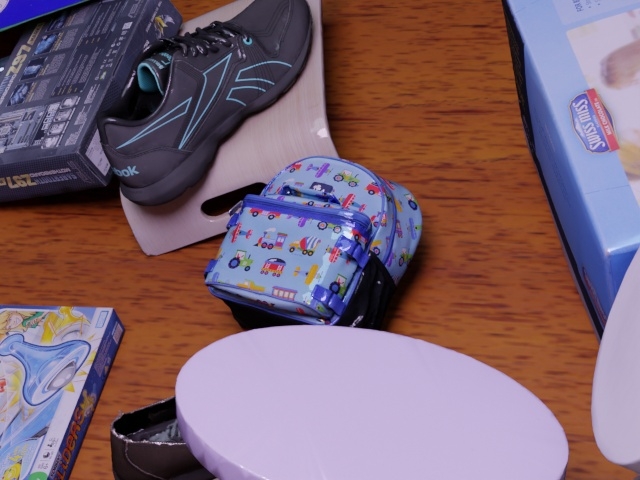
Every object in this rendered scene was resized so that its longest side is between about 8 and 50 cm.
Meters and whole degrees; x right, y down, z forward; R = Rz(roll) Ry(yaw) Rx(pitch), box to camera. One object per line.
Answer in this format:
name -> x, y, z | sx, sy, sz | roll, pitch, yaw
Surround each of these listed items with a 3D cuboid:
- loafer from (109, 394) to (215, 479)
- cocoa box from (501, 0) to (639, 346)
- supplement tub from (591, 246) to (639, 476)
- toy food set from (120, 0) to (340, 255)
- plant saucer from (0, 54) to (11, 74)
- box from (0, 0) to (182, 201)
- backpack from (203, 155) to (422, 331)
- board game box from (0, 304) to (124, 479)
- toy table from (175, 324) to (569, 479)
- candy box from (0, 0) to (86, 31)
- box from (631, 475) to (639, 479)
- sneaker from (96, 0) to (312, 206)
loafer -> -0.075, 0.146, 1.204 | 0.220, 0.078, 0.080 | -23, 45, -4
cocoa box -> 0.300, -0.065, 1.173 | 0.231, 0.228, 0.347 | -15, 45, 4
supplement tub -> 0.355, 0.102, 0.918 | 0.316, 0.228, 0.228 | 20, 50, -8
toy food set -> -0.079, -0.136, 1.478 | 0.219, 0.092, 0.306 | -19, 43, 17
plant saucer -> -0.343, -0.162, 1.621 | 0.119, 0.021, 0.119 | -10, 46, 10
box -> -0.261, -0.150, 1.500 | 0.183, 0.059, 0.233 | -6, 49, 33
backpack -> 0.000, 0.000, 1.269 | 0.158, 0.117, 0.173 | 17, 69, 31
board game box -> -0.270, 0.146, 1.299 | 0.136, 0.035, 0.201 | 0, 49, 18
toy table -> 0.029, 0.182, 1.046 | 0.274, 0.161, 0.252 | 20, 41, 21
candy box -> -0.343, -0.331, 1.640 | 0.268, 0.122, 0.317 | -18, 24, 3
box -> 0.176, 0.286, 0.958 | 0.232, 0.127, 0.149 | -29, 46, -10
sneaker -> -0.105, -0.155, 1.363 | 0.101, 0.106, 0.267 | 15, 59, 43
